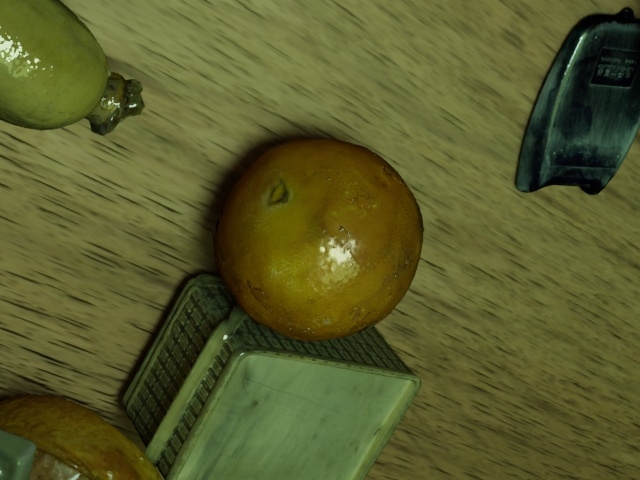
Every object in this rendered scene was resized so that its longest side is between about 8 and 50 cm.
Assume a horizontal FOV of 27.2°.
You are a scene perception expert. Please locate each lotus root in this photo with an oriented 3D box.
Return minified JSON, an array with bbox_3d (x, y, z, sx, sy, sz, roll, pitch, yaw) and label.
[{"bbox_3d":[-0.306,-0.192,1.270,0.131,0.146,0.303,-47,129,4],"label":"lotus root"}]

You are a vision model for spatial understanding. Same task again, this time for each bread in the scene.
[{"bbox_3d":[-0.321,0.316,1.536,0.312,0.172,0.312,12,129,15],"label":"bread"}]

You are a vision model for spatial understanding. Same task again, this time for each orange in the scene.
[{"bbox_3d":[0.000,0.000,1.518,0.240,0.240,0.240,-15,128,-20],"label":"orange"}]

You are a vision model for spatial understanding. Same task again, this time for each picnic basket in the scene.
[{"bbox_3d":[-0.069,0.186,1.657,0.313,0.175,0.228,14,114,-40],"label":"picnic basket"}]

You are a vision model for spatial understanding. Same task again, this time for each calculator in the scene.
[{"bbox_3d":[0.356,-0.177,1.726,0.177,0.040,0.268,-1,118,-31],"label":"calculator"}]

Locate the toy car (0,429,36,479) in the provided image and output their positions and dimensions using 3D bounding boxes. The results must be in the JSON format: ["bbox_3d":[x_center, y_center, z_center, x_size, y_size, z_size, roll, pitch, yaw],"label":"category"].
[{"bbox_3d":[-0.492,0.226,1.366,0.226,0.336,0.242,-24,138,-53],"label":"toy car"}]
